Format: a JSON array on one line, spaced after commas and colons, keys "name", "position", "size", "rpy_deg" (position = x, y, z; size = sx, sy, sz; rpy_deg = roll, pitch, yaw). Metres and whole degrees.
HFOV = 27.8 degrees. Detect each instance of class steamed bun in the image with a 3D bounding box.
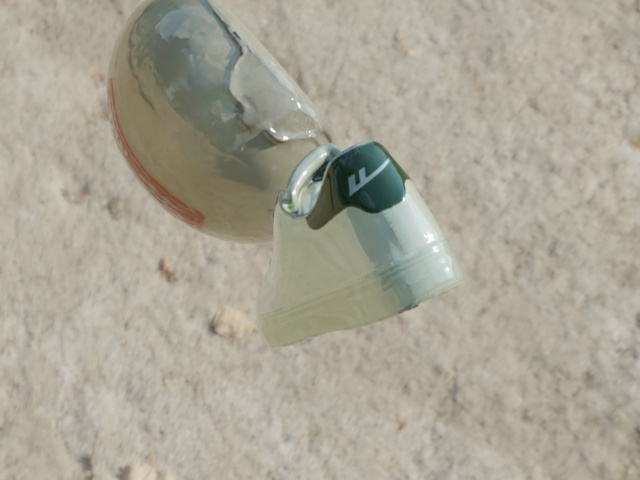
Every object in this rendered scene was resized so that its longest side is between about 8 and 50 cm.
[{"name": "steamed bun", "position": [-0.136, -0.145, 1.695], "size": [0.241, 0.374, 0.374], "rpy_deg": [-41, 74, 4]}]

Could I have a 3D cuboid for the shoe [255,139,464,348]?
[{"name": "shoe", "position": [0.000, 0.000, 1.200], "size": [0.131, 0.363, 0.160], "rpy_deg": [-24, 92, -21]}]
